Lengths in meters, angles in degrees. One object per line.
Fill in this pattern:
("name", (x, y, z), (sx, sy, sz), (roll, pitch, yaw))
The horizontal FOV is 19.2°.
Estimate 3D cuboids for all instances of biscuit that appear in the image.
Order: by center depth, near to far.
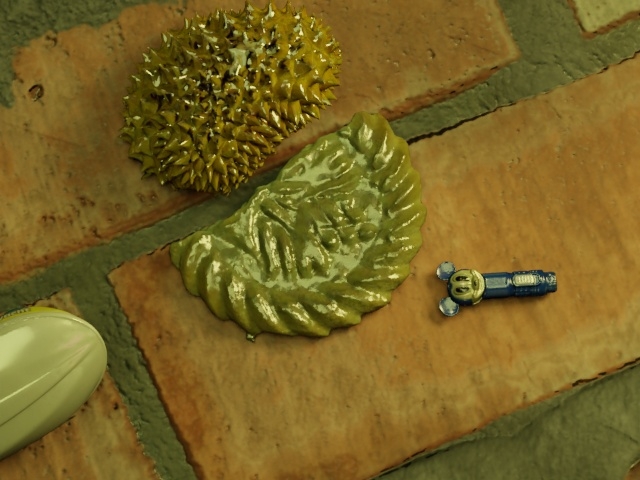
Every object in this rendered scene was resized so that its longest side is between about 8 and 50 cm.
("biscuit", (0.000, 0.000, 1.919), (0.273, 0.036, 0.187), (-38, 78, -10))

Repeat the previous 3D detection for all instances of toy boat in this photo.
("toy boat", (-0.340, 0.150, 1.835), (0.269, 0.141, 0.141), (-35, 78, -9))

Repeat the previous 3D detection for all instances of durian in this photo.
("durian", (-0.099, -0.157, 1.918), (0.249, 0.138, 0.183), (-43, 88, -5))

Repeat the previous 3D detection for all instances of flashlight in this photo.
("flashlight", (0.179, 0.045, 1.908), (0.121, 0.035, 0.057), (-3, 74, -1))
